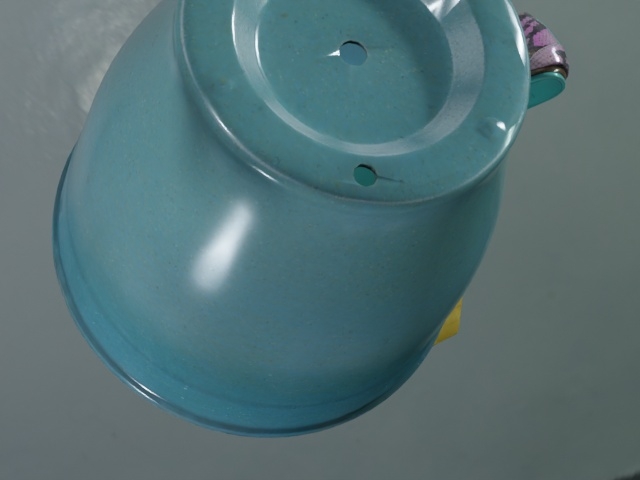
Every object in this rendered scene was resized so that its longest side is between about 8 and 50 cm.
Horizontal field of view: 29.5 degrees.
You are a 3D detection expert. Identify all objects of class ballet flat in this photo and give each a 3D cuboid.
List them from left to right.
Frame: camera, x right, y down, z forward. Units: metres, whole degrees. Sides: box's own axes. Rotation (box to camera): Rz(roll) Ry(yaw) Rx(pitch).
[{"bbox_3d":[0.077,-0.100,0.917,0.221,0.079,0.077,-29,153,11],"label":"ballet flat"}]

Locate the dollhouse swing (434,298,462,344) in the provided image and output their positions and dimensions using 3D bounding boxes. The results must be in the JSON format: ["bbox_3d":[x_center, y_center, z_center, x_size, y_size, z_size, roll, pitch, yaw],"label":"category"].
[{"bbox_3d":[0.000,0.000,1.778,0.315,0.346,0.305,-21,110,-37],"label":"dollhouse swing"}]

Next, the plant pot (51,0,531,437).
[{"bbox_3d":[-0.009,-0.049,0.700,0.271,0.255,0.272,6,66,-13],"label":"plant pot"}]
